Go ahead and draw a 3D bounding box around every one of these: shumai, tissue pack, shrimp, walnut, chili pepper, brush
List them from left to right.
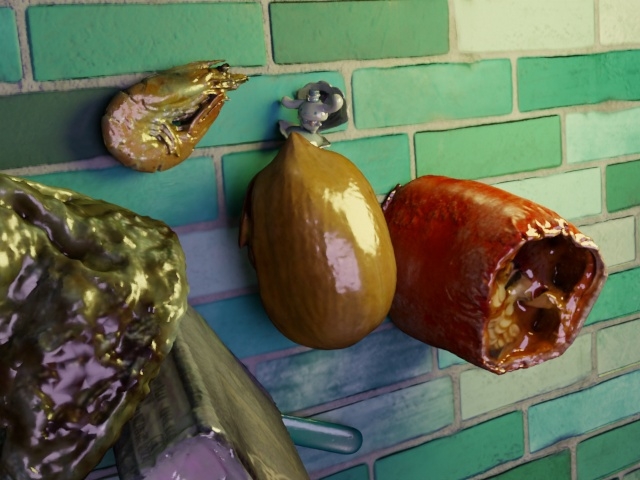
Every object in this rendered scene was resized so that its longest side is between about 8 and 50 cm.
[{"bbox_3d":[-0.355,0.063,0.938,0.348,0.395,0.395,46,71,-30],"label":"shumai"},{"bbox_3d":[-0.182,-0.163,1.207,0.217,0.051,0.115,-32,118,-27],"label":"shrimp"},{"bbox_3d":[-0.124,0.229,1.081,0.124,0.394,0.288,-37,117,0],"label":"tissue pack"},{"bbox_3d":[-0.027,0.277,1.374,0.194,0.032,0.043,16,91,-22],"label":"brush"},{"bbox_3d":[0.000,0.000,1.259,0.203,0.203,0.297,-14,100,-31],"label":"walnut"},{"bbox_3d":[0.222,0.049,1.351,0.229,0.305,0.251,28,90,-27],"label":"chili pepper"}]

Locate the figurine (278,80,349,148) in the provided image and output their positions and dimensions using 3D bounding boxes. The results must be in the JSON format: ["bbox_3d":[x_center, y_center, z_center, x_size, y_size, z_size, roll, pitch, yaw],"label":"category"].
[{"bbox_3d":[-0.011,-0.177,1.302,0.086,0.094,0.082,-66,168,23],"label":"figurine"}]
